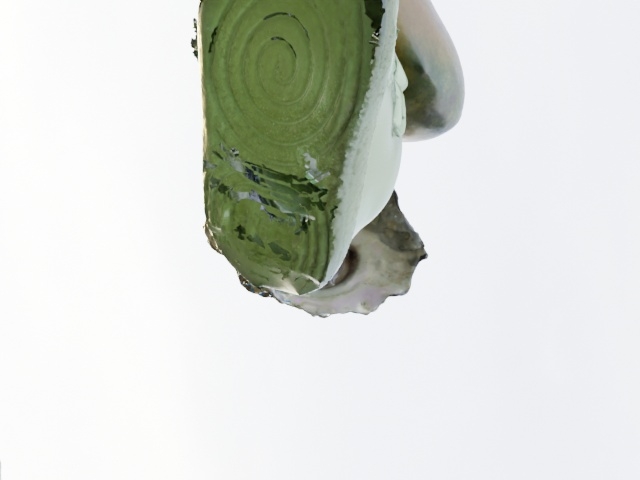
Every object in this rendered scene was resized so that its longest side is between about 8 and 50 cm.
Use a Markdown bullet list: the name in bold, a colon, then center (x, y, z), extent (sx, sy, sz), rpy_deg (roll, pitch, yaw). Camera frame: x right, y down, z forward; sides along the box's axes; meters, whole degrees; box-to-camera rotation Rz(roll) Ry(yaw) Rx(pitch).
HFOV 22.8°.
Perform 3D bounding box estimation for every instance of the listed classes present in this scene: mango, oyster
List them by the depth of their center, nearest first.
- **mango**: center (0.018, -0.163, 1.164), extent (0.221, 0.120, 0.151), rpy_deg (50, -7, -5)
- **oyster**: center (0.000, 0.000, 1.863), extent (0.223, 0.214, 0.083), rpy_deg (53, -5, 6)

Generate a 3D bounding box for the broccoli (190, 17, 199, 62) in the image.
- **broccoli**: center (-0.042, -0.246, 1.853), extent (0.194, 0.194, 0.220), rpy_deg (31, -68, 39)

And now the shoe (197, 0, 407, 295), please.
- **shoe**: center (-0.016, -0.093, 1.023), extent (0.140, 0.128, 0.262), rpy_deg (12, -63, 12)
